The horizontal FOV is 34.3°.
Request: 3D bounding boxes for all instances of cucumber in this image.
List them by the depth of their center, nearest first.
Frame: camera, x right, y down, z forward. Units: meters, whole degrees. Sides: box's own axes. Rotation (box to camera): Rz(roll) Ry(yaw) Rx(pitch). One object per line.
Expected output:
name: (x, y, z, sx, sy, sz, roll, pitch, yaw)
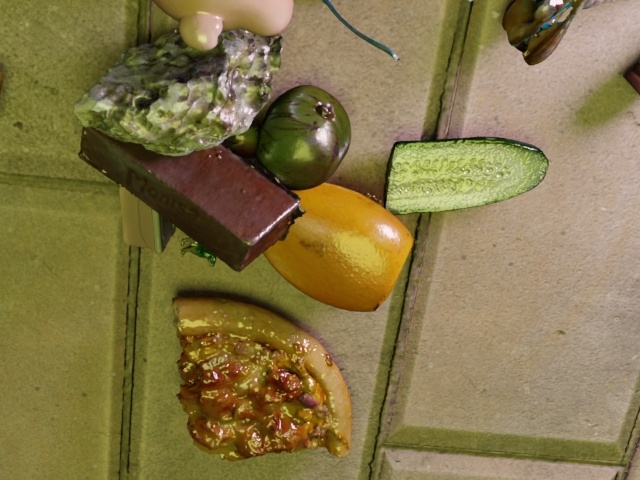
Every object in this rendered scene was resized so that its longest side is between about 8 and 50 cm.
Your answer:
cucumber: (0.214, -0.104, 1.546, 0.244, 0.063, 0.115, -2, 112, -1)

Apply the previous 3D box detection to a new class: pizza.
pizza: (-0.114, 0.243, 1.699, 0.278, 0.114, 0.409, -36, 111, 10)

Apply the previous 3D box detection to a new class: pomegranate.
pomegranate: (-0.055, -0.147, 1.478, 0.191, 0.152, 0.131, 4, 127, 19)

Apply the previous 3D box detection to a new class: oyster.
oyster: (-0.179, -0.210, 1.390, 0.198, 0.112, 0.267, 36, 71, 14)

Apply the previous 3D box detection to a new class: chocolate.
chocolate: (-0.185, -0.083, 1.441, 0.321, 0.112, 0.112, 35, 141, 6)

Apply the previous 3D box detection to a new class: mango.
mango: (0.000, 0.000, 1.552, 0.257, 0.138, 0.187, 24, 142, 3)

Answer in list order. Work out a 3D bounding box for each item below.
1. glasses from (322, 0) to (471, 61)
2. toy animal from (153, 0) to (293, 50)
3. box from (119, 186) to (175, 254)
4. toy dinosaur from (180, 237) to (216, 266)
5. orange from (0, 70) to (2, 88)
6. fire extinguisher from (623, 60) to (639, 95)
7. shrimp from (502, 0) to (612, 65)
glasses: (0.102, -0.334, 1.360, 0.190, 0.220, 0.088, -37, 152, 15)
toy animal: (-0.090, -0.348, 1.275, 0.278, 0.345, 0.246, 12, 110, -42)
box: (-0.258, -0.049, 1.549, 0.062, 0.089, 0.122, 5, 118, 8)
toy dinosaur: (-0.190, -0.014, 1.607, 0.060, 0.029, 0.119, -7, 113, -16)
orange: (-0.534, -0.206, 1.448, 0.170, 0.112, 0.160, -6, 119, 14)
fire extinguisher: (0.556, -0.285, 1.466, 0.252, 0.075, 0.106, -43, 139, 17)
shrimp: (0.441, -0.396, 1.386, 0.446, 0.110, 0.221, -33, 134, 16)
